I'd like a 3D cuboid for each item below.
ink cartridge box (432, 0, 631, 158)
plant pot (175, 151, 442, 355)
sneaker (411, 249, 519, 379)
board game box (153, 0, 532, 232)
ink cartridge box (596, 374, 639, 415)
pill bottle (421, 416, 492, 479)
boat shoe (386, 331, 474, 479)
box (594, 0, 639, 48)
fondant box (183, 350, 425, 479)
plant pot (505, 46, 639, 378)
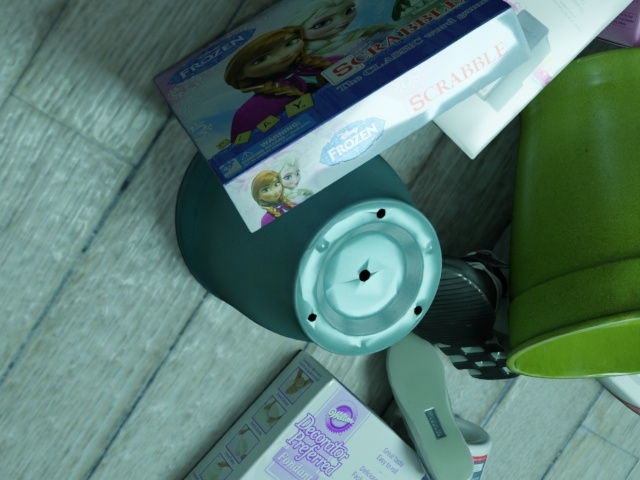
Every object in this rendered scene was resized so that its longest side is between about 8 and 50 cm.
[{"bbox_3d":[0.185,-0.229,1.258,0.353,0.207,0.119,-45,111,9],"label":"ink cartridge box"},{"bbox_3d":[0.000,0.000,1.261,0.271,0.255,0.272,-9,112,-23],"label":"plant pot"},{"bbox_3d":[0.189,0.066,1.427,0.330,0.122,0.146,50,42,-58],"label":"sneaker"},{"bbox_3d":[0.004,-0.178,1.134,0.318,0.318,0.066,-32,123,-4],"label":"board game box"},{"bbox_3d":[0.468,0.116,1.627,0.283,0.117,0.207,39,89,-33],"label":"ink cartridge box"},{"bbox_3d":[0.175,0.354,1.573,0.107,0.108,0.180,6,106,-29],"label":"pill bottle"},{"bbox_3d":[0.142,0.238,1.487,0.079,0.228,0.081,-14,156,-13],"label":"boat shoe"},{"bbox_3d":[0.467,-0.367,1.387,0.213,0.117,0.243,-1,110,-27],"label":"box"},{"bbox_3d":[-0.044,0.348,1.467,0.330,0.096,0.238,-48,123,-5],"label":"fondant box"},{"bbox_3d":[0.391,-0.036,1.369,0.366,0.366,0.353,5,69,-29],"label":"plant pot"}]
